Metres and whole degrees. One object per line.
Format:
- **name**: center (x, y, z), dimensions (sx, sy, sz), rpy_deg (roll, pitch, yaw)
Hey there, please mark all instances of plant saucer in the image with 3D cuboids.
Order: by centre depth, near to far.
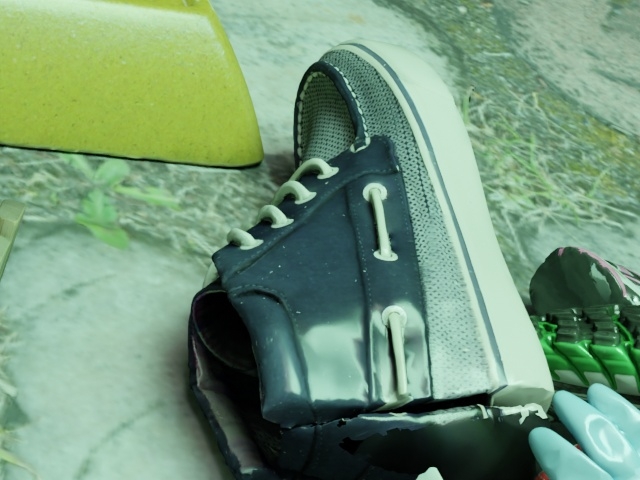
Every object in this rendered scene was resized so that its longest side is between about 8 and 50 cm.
- **plant saucer**: center (-0.216, -0.190, 1.161), dimensions (0.332, 0.081, 0.333), rpy_deg (4, 38, -30)

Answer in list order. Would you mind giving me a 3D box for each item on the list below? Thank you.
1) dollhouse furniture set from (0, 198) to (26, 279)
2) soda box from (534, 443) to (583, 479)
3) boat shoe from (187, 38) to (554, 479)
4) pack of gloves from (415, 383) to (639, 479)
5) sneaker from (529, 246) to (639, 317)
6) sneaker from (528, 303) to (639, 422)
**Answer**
- **dollhouse furniture set**: center (-0.256, 0.045, 0.756), dimensions (0.212, 0.161, 0.242), rpy_deg (19, 11, -7)
- **soda box**: center (0.205, 0.207, 0.884), dimensions (0.263, 0.092, 0.083), rpy_deg (39, 38, 21)
- **boat shoe**: center (0.000, 0.000, 1.003), dimensions (0.158, 0.127, 0.340), rpy_deg (4, 38, -22)
- **pack of gloves**: center (0.128, 0.176, 0.814), dimensions (0.195, 0.046, 0.232), rpy_deg (-31, 66, -11)
- **sneaker**: center (0.211, 0.067, 1.111), dimensions (0.077, 0.072, 0.178), rpy_deg (0, 46, -51)
- **sneaker**: center (0.228, 0.126, 0.979), dimensions (0.343, 0.146, 0.134), rpy_deg (19, 10, 20)
